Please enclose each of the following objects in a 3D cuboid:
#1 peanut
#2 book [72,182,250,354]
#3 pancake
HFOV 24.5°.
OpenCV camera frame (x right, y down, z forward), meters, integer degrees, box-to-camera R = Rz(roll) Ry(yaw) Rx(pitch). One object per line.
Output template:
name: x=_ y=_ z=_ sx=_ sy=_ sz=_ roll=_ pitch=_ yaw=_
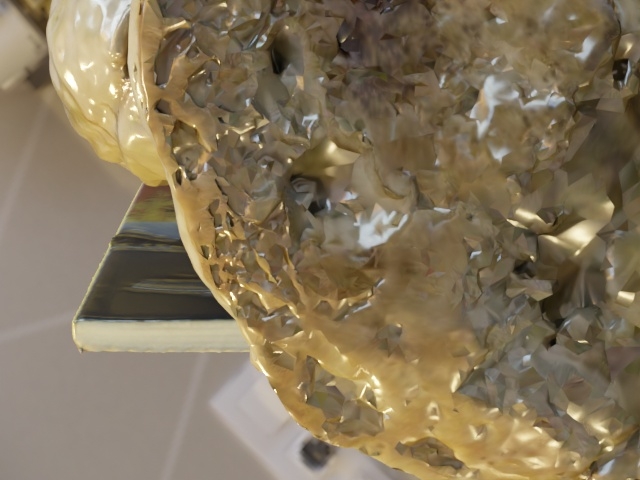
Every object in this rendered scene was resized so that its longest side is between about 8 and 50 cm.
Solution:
peanut: x=-0.067 y=-0.119 z=0.836 sx=0.149 sy=0.313 sz=0.149 roll=2 pitch=114 yaw=5
book: x=0.000 y=0.000 z=0.947 sx=0.374 sy=0.262 sz=0.028 roll=-91 pitch=-1 yaw=-74
pancake: x=0.122 y=-0.087 z=0.474 sx=0.387 sy=0.387 sz=0.082 roll=52 pitch=178 yaw=-16
